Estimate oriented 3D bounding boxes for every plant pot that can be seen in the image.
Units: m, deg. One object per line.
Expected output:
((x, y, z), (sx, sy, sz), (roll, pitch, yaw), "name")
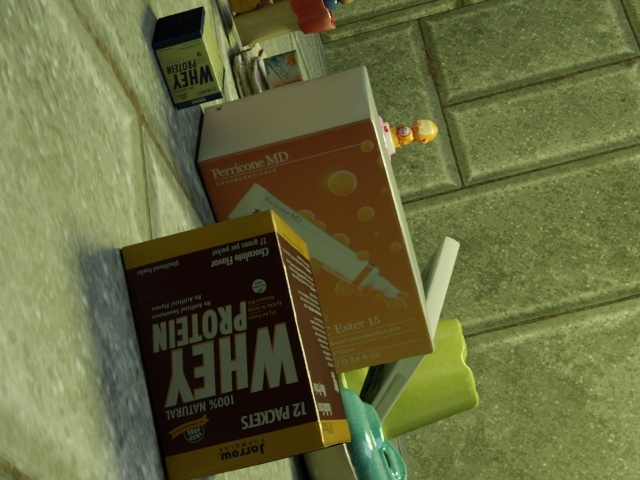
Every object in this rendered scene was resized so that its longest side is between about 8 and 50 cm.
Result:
((0.177, 0.271, 2.309), (0.276, 0.254, 0.276), (-14, 90, -85), "plant pot")

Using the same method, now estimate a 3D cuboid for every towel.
((-0.083, -0.184, 1.913), (0.187, 0.049, 0.282), (-80, 156, -74), "towel")

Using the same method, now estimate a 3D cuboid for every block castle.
((-0.058, -0.527, 1.978), (0.453, 0.213, 0.303), (-82, 155, -70), "block castle")

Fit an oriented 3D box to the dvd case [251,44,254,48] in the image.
((-0.154, -0.472, 2.067), (0.221, 0.018, 0.164), (65, 12, -58), "dvd case")

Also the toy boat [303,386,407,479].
((0.078, 0.359, 1.559), (0.267, 0.148, 0.318), (70, 2, -48), "toy boat")

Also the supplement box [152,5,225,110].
((-0.147, -0.206, 1.300), (0.083, 0.056, 0.083), (-95, 169, -59), "supplement box")

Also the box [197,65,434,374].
((0.000, -0.014, 1.463), (0.168, 0.215, 0.345), (-93, 167, -60), "box")

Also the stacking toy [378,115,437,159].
((0.091, -0.194, 2.353), (0.165, 0.302, 0.175), (69, 10, -50), "stacking toy")

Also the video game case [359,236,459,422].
((0.137, 0.186, 1.972), (0.300, 0.036, 0.329), (-62, -179, 32), "video game case")

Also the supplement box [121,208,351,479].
((-0.066, 0.096, 0.994), (0.191, 0.129, 0.194), (47, 29, -79), "supplement box")

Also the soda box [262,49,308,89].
((-0.045, -0.242, 1.897), (0.183, 0.058, 0.063), (64, 12, -70), "soda box")
